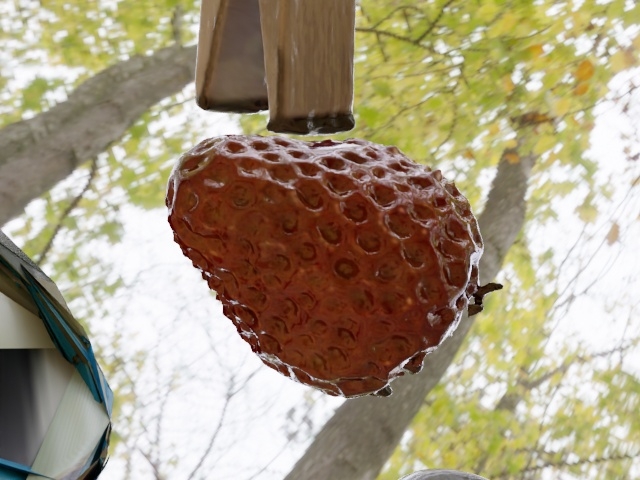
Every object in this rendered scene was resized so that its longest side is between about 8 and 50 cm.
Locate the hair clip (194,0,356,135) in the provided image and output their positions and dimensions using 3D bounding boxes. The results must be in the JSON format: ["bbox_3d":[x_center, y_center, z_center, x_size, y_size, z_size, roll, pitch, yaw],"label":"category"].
[{"bbox_3d":[-0.024,-0.240,0.882,0.101,0.085,0.330,25,-65,54],"label":"hair clip"}]

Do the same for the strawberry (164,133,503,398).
[{"bbox_3d":[0.000,0.000,0.333,0.073,0.073,0.083,-33,-61,27],"label":"strawberry"}]

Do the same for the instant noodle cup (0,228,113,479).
[{"bbox_3d":[-0.202,0.096,0.529,0.240,0.240,0.178,42,-68,7],"label":"instant noodle cup"}]

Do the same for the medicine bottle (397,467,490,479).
[{"bbox_3d":[0.062,0.318,0.953,0.141,0.141,0.293,28,-64,14],"label":"medicine bottle"}]
